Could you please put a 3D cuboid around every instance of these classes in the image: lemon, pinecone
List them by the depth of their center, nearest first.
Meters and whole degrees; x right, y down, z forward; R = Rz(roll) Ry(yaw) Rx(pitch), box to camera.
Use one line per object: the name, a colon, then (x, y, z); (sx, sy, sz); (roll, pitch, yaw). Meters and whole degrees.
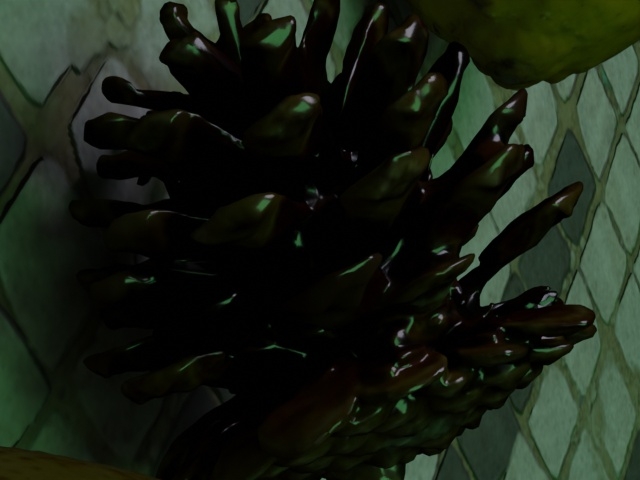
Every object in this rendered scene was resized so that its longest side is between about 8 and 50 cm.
pinecone: (0.000, -0.002, 0.883); (0.264, 0.264, 0.264); (13, 75, -58)
lemon: (0.143, -0.215, 1.191); (0.204, 0.204, 0.260); (43, 54, -49)

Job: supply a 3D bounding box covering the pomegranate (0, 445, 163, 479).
pomegranate: (-0.094, 0.251, 0.542); (0.417, 0.417, 0.416); (13, 75, -58)
